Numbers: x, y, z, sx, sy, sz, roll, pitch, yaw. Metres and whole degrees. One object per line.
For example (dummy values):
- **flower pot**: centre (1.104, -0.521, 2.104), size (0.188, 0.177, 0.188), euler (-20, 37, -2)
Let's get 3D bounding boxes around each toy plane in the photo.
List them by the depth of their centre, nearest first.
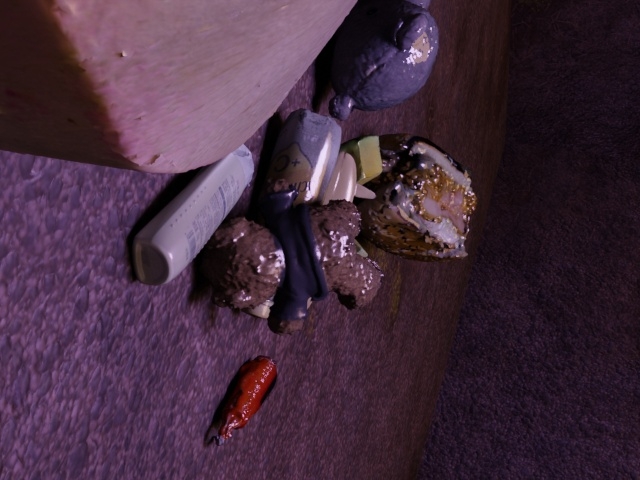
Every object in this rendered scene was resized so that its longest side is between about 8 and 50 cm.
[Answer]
- **toy plane**: centre (0.000, 0.000, 1.405), size (0.229, 0.092, 0.244), euler (-128, -117, -82)

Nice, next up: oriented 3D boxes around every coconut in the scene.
- **coconut**: centre (-0.116, -0.182, 0.532), size (0.297, 0.309, 0.298), euler (9, 90, -75)

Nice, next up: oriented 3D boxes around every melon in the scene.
- **melon**: centre (0.030, -0.049, 1.517), size (0.064, 0.118, 0.210), euler (1, 86, -61)

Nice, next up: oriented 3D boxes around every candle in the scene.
- **candle**: centre (-0.103, 0.207, 1.336), size (0.053, 0.048, 0.162), euler (57, 31, -15)

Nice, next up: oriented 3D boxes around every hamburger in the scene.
- **hamburger**: centre (0.151, -0.068, 1.836), size (0.288, 0.192, 0.168), euler (29, 63, -47)

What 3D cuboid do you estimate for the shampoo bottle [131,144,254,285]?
- **shampoo bottle**: centre (-0.128, -0.031, 1.074), size (0.212, 0.049, 0.072), euler (-57, 150, -54)

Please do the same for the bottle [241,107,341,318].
- **bottle**: centre (-0.043, -0.032, 1.318), size (0.083, 0.083, 0.270), euler (39, 66, -72)

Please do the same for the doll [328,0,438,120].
- **doll**: centre (0.082, -0.302, 1.559), size (0.246, 0.158, 0.340), euler (-54, -167, 26)

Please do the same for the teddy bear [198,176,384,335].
- **teddy bear**: centre (-0.020, 0.011, 1.209), size (0.251, 0.129, 0.182), euler (-10, 80, -38)
